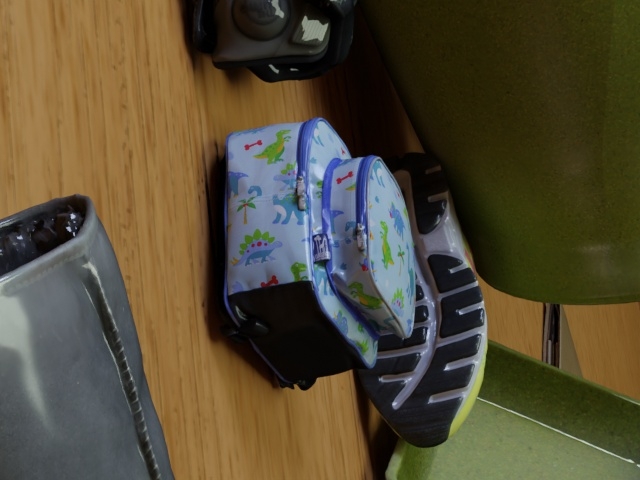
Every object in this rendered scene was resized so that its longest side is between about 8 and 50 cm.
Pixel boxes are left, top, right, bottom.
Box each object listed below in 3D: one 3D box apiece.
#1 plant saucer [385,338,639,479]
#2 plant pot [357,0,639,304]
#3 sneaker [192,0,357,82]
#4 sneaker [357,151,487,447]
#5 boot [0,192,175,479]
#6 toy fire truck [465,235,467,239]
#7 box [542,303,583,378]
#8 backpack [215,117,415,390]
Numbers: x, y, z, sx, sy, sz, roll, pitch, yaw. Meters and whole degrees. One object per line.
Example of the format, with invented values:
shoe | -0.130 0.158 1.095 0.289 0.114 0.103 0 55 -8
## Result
plant saucer | 0.140 0.149 0.861 0.188 0.188 0.045 -59 170 -59
plant pot | 0.189 -0.157 0.912 0.366 0.367 0.353 -55 134 -67
sneaker | -0.032 -0.170 0.660 0.130 0.087 0.227 -92 167 -49
sneaker | 0.072 0.045 0.870 0.094 0.081 0.208 63 22 -48
boot | -0.061 0.087 0.452 0.189 0.076 0.208 -50 119 -72
toy fire truck | 0.163 -0.161 1.220 0.302 0.169 0.254 -83 179 -45
box | 0.293 0.190 1.589 0.164 0.021 0.201 -74 148 -57
backpack | 0.000 0.000 0.660 0.105 0.084 0.114 52 28 -60
